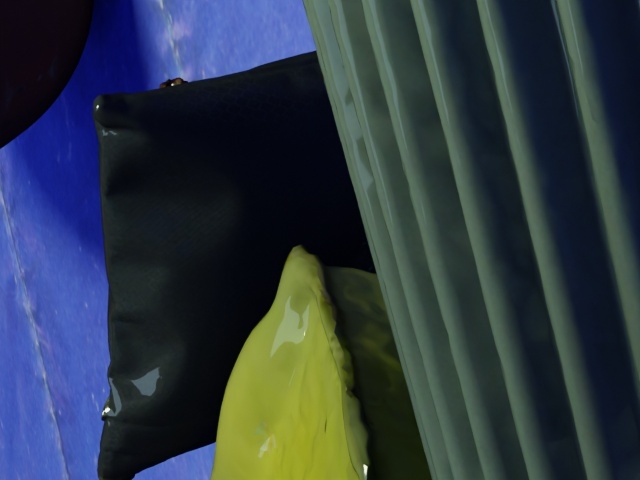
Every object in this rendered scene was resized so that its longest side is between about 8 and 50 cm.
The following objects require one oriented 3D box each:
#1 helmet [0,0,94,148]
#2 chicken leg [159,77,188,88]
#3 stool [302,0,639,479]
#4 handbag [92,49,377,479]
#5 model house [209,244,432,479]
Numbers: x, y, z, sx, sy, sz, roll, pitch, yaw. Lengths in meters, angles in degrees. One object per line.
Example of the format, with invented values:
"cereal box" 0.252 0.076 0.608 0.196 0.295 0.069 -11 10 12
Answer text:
"helmet" -0.289 -0.208 1.424 0.385 0.230 0.337 45 143 34
"chicken leg" -0.065 -0.038 1.254 0.093 0.053 0.205 103 152 -66
"stool" 0.164 0.040 0.557 0.297 0.297 0.330 7 110 63
"handbag" 0.000 0.000 0.897 0.088 0.254 0.211 39 134 42
"model house" 0.081 0.124 0.833 0.175 0.234 0.193 -111 32 -46
